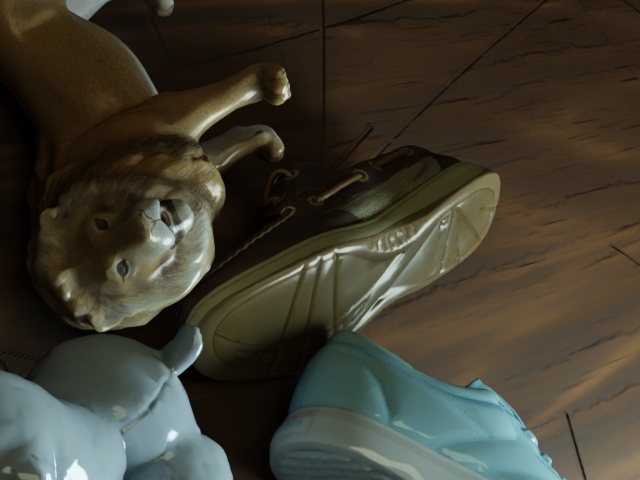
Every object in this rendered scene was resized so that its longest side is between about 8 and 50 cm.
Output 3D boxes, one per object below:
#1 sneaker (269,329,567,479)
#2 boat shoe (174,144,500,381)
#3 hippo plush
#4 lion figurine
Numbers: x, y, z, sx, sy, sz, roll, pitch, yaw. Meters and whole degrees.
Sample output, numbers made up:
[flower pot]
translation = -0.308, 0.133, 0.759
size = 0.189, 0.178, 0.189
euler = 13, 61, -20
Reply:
[sneaker]
translation = 0.141, 0.184, 1.045
size = 0.366, 0.135, 0.150
euler = 33, 51, -17
[boat shoe]
translation = 0.000, 0.000, 1.087
size = 0.123, 0.123, 0.342
euler = 36, 46, 29
[hippo plush]
translation = -0.180, 0.157, 0.815
size = 0.294, 0.234, 0.236
euler = 58, 21, 1
[lion figurine]
translation = -0.177, -0.120, 1.015
size = 0.240, 0.142, 0.392
euler = -27, 66, -25
